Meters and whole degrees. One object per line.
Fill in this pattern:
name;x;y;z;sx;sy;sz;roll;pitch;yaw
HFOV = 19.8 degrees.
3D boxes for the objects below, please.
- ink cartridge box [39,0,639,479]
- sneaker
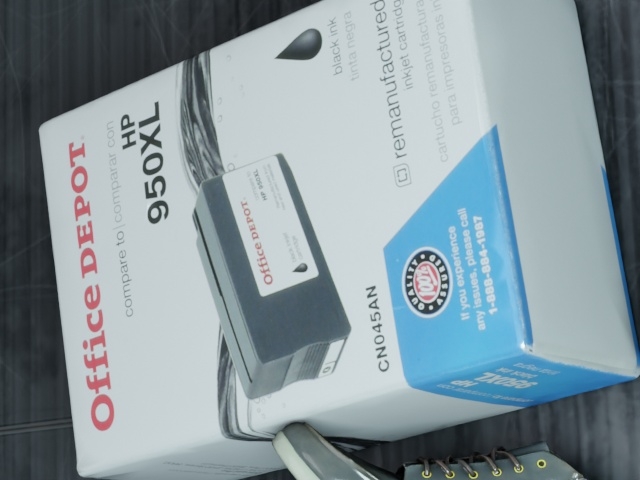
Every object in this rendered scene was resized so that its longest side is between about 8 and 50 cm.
ink cartridge box;0.000;0.000;1.316;0.395;0.166;0.285;-19;71;34
sneaker;0.083;0.160;1.219;0.222;0.083;0.118;34;90;-4
